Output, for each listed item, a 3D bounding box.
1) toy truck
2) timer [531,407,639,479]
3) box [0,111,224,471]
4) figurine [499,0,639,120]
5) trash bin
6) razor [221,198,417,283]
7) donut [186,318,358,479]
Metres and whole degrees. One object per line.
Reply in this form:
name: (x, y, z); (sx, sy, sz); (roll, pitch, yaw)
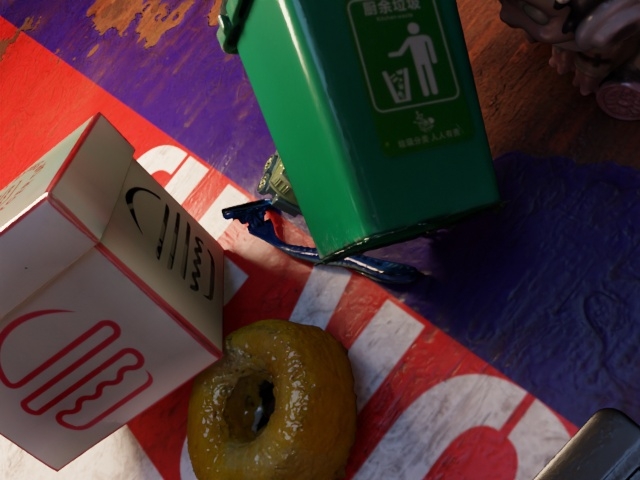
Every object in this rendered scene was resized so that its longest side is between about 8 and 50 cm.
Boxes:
toy truck: (-0.017, -0.133, 0.930); (0.116, 0.085, 0.191); (-34, 33, 51)
timer: (0.294, 0.265, 0.575); (0.144, 0.055, 0.187); (-49, 45, 5)
box: (-0.337, 0.063, 0.869); (0.312, 0.300, 0.314); (-36, 27, 11)
figurine: (0.294, -0.322, 0.711); (0.211, 0.361, 0.253); (-52, 49, 10)
trash bin: (0.039, -0.176, 0.767); (0.259, 0.295, 0.380); (-14, 85, -20)
razor: (-0.001, 0.011, 0.908); (0.324, 0.093, 0.056); (22, 117, 35)
donut: (-0.067, 0.218, 0.798); (0.254, 0.118, 0.253); (-20, 59, 39)
